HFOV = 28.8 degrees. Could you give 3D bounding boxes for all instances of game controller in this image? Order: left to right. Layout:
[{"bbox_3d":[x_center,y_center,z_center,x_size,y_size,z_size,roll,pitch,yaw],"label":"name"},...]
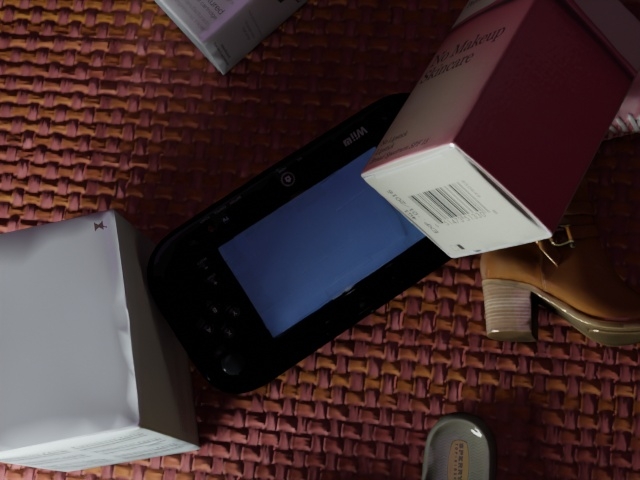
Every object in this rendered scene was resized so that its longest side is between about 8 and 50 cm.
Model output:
[{"bbox_3d":[0.000,0.000,1.152,0.319,0.067,0.166,-34,112,-12],"label":"game controller"}]

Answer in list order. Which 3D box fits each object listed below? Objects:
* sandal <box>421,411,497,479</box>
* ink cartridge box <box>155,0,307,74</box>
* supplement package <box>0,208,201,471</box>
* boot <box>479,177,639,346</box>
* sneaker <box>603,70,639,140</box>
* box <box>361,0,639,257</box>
[{"bbox_3d":[0.126,0.262,1.116,0.090,0.060,0.219,2,77,10],"label":"sandal"},{"bbox_3d":[-0.076,-0.306,1.271,0.219,0.092,0.160,-42,74,-2],"label":"ink cartridge box"},{"bbox_3d":[-0.215,0.100,1.139,0.149,0.203,0.194,-11,74,7],"label":"supplement package"},{"bbox_3d":[0.246,0.016,1.151,0.197,0.073,0.152,2,73,8],"label":"boot"},{"bbox_3d":[0.280,-0.115,1.185,0.134,0.051,0.070,-44,68,-7],"label":"sneaker"},{"bbox_3d":[0.166,-0.118,1.105,0.127,0.148,0.232,40,64,-19],"label":"box"}]
